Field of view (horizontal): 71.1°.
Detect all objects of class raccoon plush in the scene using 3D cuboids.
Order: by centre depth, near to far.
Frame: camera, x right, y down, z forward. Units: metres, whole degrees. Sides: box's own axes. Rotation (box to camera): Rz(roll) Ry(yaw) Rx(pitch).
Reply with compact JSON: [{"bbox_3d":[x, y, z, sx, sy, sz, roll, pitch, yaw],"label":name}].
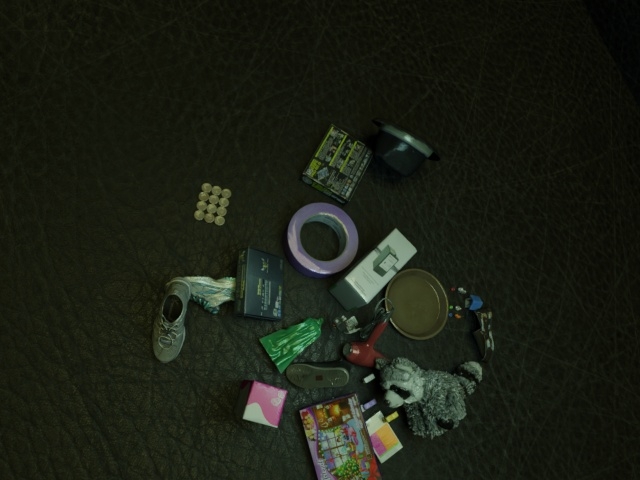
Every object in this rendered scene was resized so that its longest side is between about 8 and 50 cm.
[{"bbox_3d":[0.378,0.479,1.618,0.446,0.216,0.299,-30,89,-52],"label":"raccoon plush"}]

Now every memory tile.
[{"bbox_3d":[-0.396,-0.133,1.644,0.113,0.012,0.148,14,71,-13],"label":"memory tile"}]

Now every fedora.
[{"bbox_3d":[0.320,-0.357,1.818,0.333,0.334,0.153,28,99,-8],"label":"fedora"}]

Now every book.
[{"bbox_3d":[0.209,0.690,1.579,0.096,0.035,0.144,-30,84,-19],"label":"book"}]

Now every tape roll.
[{"bbox_3d":[0.000,0.000,1.686,0.274,0.090,0.275,5,72,-16],"label":"tape roll"}]

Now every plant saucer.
[{"bbox_3d":[0.372,0.248,1.755,0.277,0.041,0.278,5,72,-16],"label":"plant saucer"}]

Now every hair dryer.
[{"bbox_3d":[0.182,0.356,1.582,0.223,0.080,0.294,-20,122,1],"label":"hair dryer"}]

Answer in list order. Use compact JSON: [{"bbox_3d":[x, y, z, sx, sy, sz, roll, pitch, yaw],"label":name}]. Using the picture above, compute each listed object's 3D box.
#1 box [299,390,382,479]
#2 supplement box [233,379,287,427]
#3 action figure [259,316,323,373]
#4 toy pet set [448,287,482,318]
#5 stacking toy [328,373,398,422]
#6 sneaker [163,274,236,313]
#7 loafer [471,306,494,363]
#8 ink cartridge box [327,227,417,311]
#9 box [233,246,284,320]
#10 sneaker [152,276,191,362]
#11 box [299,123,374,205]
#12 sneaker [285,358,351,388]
[{"bbox_3d":[0.067,0.677,1.485,0.200,0.057,0.294,-18,79,4],"label":"box"},{"bbox_3d":[-0.193,0.507,1.404,0.113,0.220,0.111,20,70,-10],"label":"supplement box"},{"bbox_3d":[-0.082,0.341,1.573,0.232,0.063,0.137,-31,83,-19],"label":"action figure"},{"bbox_3d":[0.586,0.254,1.806,0.114,0.065,0.122,14,71,-13],"label":"toy pet set"},{"bbox_3d":[0.137,0.590,1.556,0.221,0.052,0.167,-26,76,-17],"label":"stacking toy"},{"bbox_3d":[-0.381,0.182,1.505,0.282,0.110,0.122,3,77,-16],"label":"sneaker"},{"bbox_3d":[0.635,0.374,1.778,0.078,0.080,0.220,1,81,-6],"label":"loafer"},{"bbox_3d":[0.188,0.111,1.647,0.289,0.211,0.122,-42,88,-24],"label":"ink cartridge box"},{"bbox_3d":[-0.208,0.154,1.542,0.183,0.059,0.233,23,62,-49],"label":"box"},{"bbox_3d":[-0.481,0.259,1.408,0.105,0.115,0.282,10,100,-7],"label":"sneaker"},{"bbox_3d":[0.070,-0.307,1.815,0.216,0.060,0.270,30,67,-6],"label":"box"},{"bbox_3d":[-0.003,0.460,1.564,0.221,0.118,0.083,2,92,12],"label":"sneaker"}]
